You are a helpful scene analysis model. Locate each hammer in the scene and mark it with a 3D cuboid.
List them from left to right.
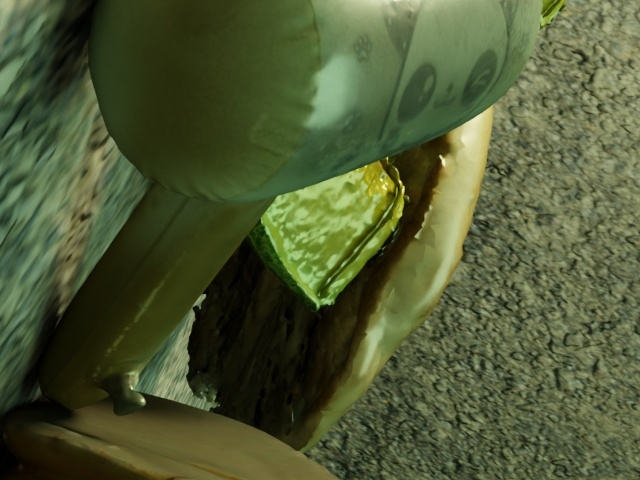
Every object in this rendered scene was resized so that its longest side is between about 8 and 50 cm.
[{"bbox_3d":[-0.047,-0.019,0.599,0.202,0.113,0.305,-20,155,-51],"label":"hammer"}]

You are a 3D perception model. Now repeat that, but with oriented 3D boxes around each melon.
[{"bbox_3d":[0.012,-0.120,0.743,0.265,0.129,0.169,-51,144,1],"label":"melon"}]

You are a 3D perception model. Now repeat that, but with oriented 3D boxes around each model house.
[{"bbox_3d":[-0.096,0.198,0.699,0.229,0.199,0.219,-70,164,4],"label":"model house"}]

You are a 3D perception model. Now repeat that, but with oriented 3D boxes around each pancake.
[{"bbox_3d":[-0.001,-0.001,0.967,0.382,0.071,0.382,-58,-163,29],"label":"pancake"}]
